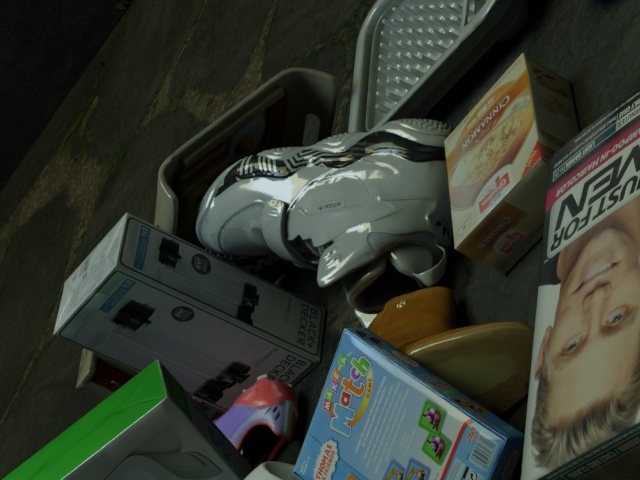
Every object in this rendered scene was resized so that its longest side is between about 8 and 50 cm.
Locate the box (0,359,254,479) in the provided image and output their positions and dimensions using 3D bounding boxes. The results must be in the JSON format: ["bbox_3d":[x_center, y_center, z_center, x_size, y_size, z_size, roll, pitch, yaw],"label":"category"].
[{"bbox_3d":[-0.209,0.310,1.907,0.262,0.231,0.127,-37,19,2],"label":"box"}]

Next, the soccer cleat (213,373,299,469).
[{"bbox_3d":[-0.111,0.261,2.069,0.248,0.083,0.095,-45,31,33],"label":"soccer cleat"}]

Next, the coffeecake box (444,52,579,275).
[{"bbox_3d":[0.200,-0.080,1.751,0.142,0.068,0.185,-48,26,32],"label":"coffeecake box"}]

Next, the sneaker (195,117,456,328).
[{"bbox_3d":[0.000,0.000,1.917,0.366,0.137,0.210,-16,48,29],"label":"sneaker"}]

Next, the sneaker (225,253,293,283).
[{"bbox_3d":[-0.114,0.085,2.234,0.234,0.106,0.078,-34,22,-27],"label":"sneaker"}]

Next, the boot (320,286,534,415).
[{"bbox_3d":[0.116,0.103,1.697,0.295,0.104,0.211,-30,19,31],"label":"boot"}]

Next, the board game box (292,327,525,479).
[{"bbox_3d":[0.077,0.198,1.559,0.211,0.039,0.160,33,111,37],"label":"board game box"}]

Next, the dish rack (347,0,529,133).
[{"bbox_3d":[0.155,-0.274,2.089,0.333,0.072,0.285,-45,28,39],"label":"dish rack"}]

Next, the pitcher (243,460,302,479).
[{"bbox_3d":[-0.055,0.339,1.801,0.178,0.125,0.207,-104,32,-82],"label":"pitcher"}]

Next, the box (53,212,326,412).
[{"bbox_3d":[-0.157,0.099,2.072,0.169,0.290,0.087,-43,30,39],"label":"box"}]

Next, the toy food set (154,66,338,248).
[{"bbox_3d":[-0.097,-0.062,2.154,0.306,0.092,0.219,-41,-25,-34],"label":"toy food set"}]

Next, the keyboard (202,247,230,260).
[{"bbox_3d":[-0.165,0.044,2.526,0.201,0.033,0.317,-15,51,64],"label":"keyboard"}]

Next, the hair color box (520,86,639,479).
[{"bbox_3d":[0.267,0.042,1.390,0.174,0.105,0.347,-41,30,46],"label":"hair color box"}]

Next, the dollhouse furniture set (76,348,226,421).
[{"bbox_3d":[-0.212,0.189,2.241,0.129,0.184,0.129,-49,25,33],"label":"dollhouse furniture set"}]
